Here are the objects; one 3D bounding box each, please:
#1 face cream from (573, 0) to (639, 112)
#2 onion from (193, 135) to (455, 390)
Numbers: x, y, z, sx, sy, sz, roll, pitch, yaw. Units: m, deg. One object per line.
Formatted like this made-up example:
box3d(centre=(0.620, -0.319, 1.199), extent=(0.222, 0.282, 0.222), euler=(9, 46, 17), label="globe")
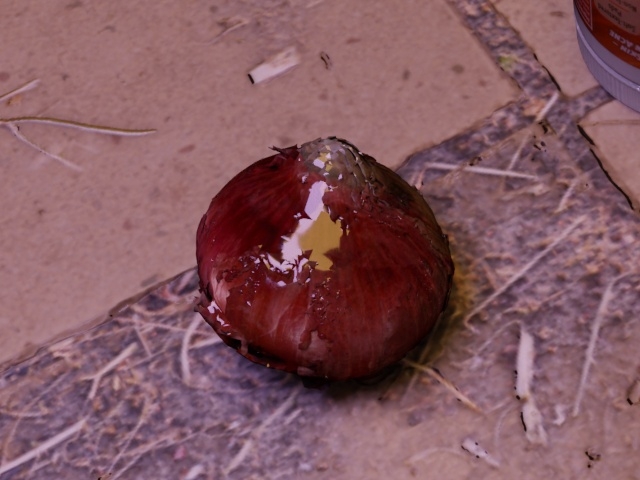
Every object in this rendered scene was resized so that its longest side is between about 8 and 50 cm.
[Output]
box3d(centre=(0.274, -0.210, 1.385), extent=(0.201, 0.187, 0.201), euler=(-5, 55, 7), label="face cream")
box3d(centre=(0.000, 0.000, 1.314), extent=(0.184, 0.147, 0.184), euler=(0, 43, 0), label="onion")
